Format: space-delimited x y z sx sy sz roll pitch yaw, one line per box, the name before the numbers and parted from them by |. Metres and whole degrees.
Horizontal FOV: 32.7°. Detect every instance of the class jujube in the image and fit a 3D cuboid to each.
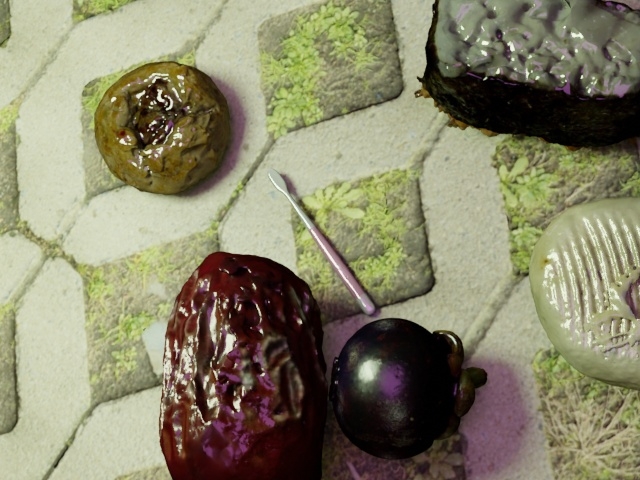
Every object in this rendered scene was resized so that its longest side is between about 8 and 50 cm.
jujube | -0.099 0.205 1.509 0.258 0.258 0.376 2 72 15

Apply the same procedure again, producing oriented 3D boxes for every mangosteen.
mangosteen | 0.127 0.204 1.503 0.230 0.194 0.194 5 74 -11

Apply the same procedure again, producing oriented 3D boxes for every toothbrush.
toothbrush | 0.000 0.000 1.670 0.020 0.025 0.286 -35 70 0

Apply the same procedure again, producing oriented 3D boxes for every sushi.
sushi | 0.320 -0.265 1.574 0.348 0.207 0.234 16 67 13

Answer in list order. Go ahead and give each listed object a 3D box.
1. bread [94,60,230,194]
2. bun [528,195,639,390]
bread | -0.256 -0.188 1.739 0.230 0.123 0.230 -5 70 14
bun | 0.415 0.072 1.460 0.273 0.168 0.273 -3 77 12
